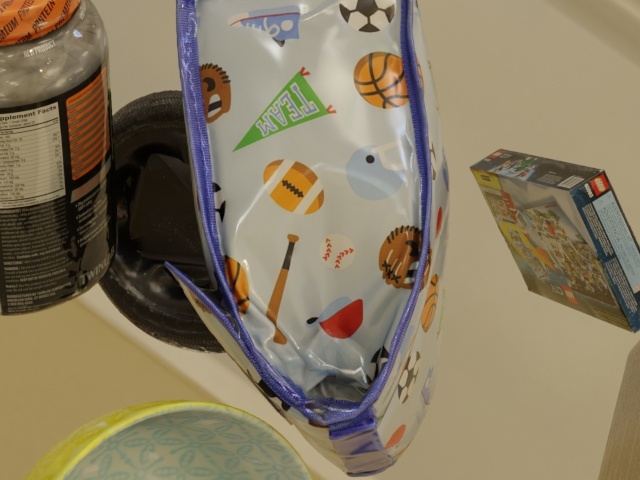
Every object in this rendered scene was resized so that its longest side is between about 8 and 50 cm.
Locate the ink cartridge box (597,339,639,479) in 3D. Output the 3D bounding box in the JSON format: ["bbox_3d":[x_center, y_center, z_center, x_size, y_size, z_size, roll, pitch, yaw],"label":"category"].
[{"bbox_3d":[0.305,0.174,1.328,0.193,0.088,0.235,111,-1,-66],"label":"ink cartridge box"}]

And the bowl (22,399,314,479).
[{"bbox_3d":[-0.150,0.254,1.216,0.156,0.289,0.289,8,-127,50],"label":"bowl"}]

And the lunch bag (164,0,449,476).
[{"bbox_3d":[0.000,0.000,1.354,0.328,0.239,0.385,67,14,-74],"label":"lunch bag"}]

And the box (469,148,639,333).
[{"bbox_3d":[0.245,-0.005,1.577,0.044,0.159,0.233,-31,-163,-11],"label":"box"}]

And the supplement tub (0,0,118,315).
[{"bbox_3d":[-0.281,-0.105,1.393,0.193,0.193,0.316,-48,151,-45],"label":"supplement tub"}]

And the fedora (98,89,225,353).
[{"bbox_3d":[-0.120,-0.027,1.845,0.334,0.334,0.152,-56,160,23],"label":"fedora"}]
